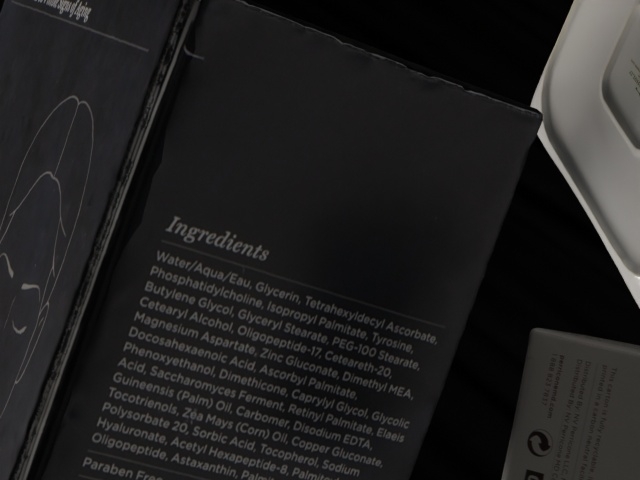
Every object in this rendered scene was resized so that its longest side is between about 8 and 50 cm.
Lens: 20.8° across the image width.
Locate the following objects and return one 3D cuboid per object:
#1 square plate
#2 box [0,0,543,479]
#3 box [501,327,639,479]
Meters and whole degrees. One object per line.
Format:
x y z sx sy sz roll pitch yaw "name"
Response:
0.279 -0.134 1.417 0.049 0.347 0.344 1 -49 -22 "square plate"
-0.129 0.044 1.371 0.297 0.480 0.472 16 -84 -25 "box"
0.208 0.159 1.045 0.119 0.182 0.181 13 -91 -63 "box"
